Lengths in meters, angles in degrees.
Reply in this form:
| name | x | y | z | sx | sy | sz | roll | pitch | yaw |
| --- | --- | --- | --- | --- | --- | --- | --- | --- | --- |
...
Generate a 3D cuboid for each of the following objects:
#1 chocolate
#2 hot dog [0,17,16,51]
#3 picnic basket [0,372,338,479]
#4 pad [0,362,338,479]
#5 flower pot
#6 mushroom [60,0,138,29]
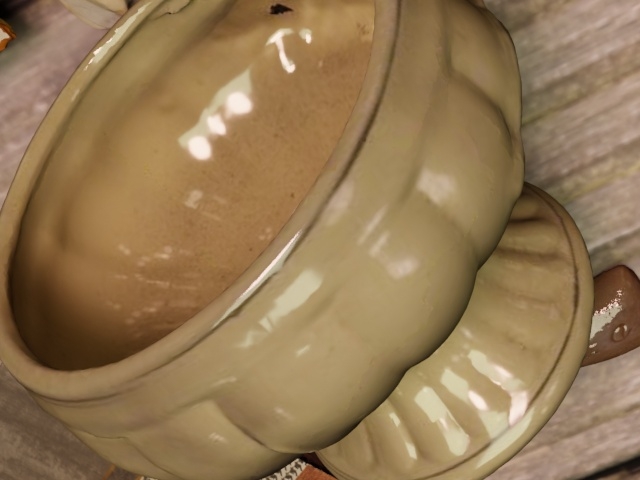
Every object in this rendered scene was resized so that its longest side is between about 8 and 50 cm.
| name | x | y | z | sx | sy | sz | roll | pitch | yaw |
| --- | --- | --- | --- | --- | --- | --- | --- | --- | --- |
| chocolate | 0.182 | 0.063 | 0.777 | 0.101 | 0.031 | 0.064 | -23 | 112 | 15 |
| hot dog | -0.257 | -0.131 | 0.651 | 0.169 | 0.061 | 0.078 | 3 | 119 | -2 |
| picnic basket | -0.105 | 0.163 | 0.779 | 0.297 | 0.129 | 0.222 | 28 | 114 | -16 |
| pad | -0.152 | 0.236 | 0.712 | 0.250 | 0.055 | 0.323 | 30 | 94 | -16 |
| flower pot | 0.000 | 0.000 | 0.610 | 0.307 | 0.307 | 0.244 | -37 | 131 | 19 |
| mushroom | -0.161 | -0.205 | 0.609 | 0.084 | 0.071 | 0.209 | -18 | 121 | 17 |
